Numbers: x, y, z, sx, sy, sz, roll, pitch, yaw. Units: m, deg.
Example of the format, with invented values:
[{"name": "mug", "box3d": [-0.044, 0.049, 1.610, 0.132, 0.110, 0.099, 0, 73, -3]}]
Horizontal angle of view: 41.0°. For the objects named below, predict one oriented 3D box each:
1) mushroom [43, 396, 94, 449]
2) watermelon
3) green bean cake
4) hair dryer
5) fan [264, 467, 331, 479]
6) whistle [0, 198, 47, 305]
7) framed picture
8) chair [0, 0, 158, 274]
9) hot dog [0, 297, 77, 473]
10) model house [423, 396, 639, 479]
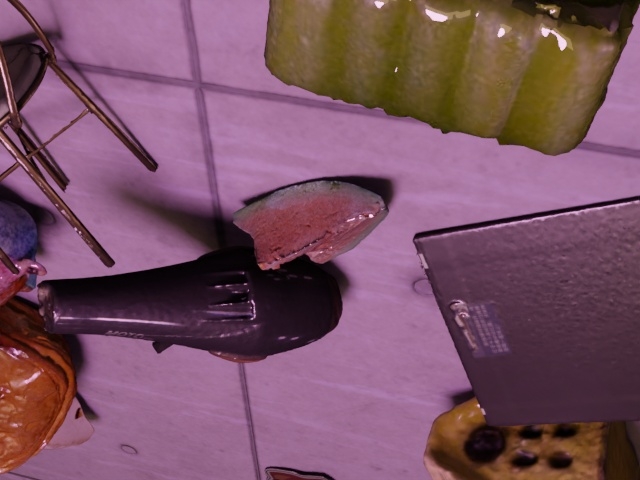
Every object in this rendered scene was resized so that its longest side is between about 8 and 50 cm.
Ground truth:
[{"name": "mushroom", "box3d": [-0.470, 0.259, 1.294, 0.246, 0.108, 0.096, 4, 97, 14]}, {"name": "watermelon", "box3d": [0.004, -0.010, 0.828, 0.155, 0.080, 0.101, -32, 129, 25]}, {"name": "green bean cake", "box3d": [0.083, -0.161, 0.518, 0.214, 0.200, 0.113, 14, 140, 6]}, {"name": "hair dryer", "box3d": [-0.171, 0.098, 0.950, 0.303, 0.120, 0.359, -3, 166, -26]}, {"name": "fan", "box3d": [0.019, 0.390, 1.309, 0.220, 0.009, 0.132, 3, 140, 20]}, {"name": "whistle", "box3d": [-0.450, -0.003, 0.974, 0.346, 0.134, 0.142, 11, 176, 22]}, {"name": "framed picture", "box3d": [0.281, 0.075, 0.809, 0.338, 0.014, 0.255, -10, 119, 30]}, {"name": "chair", "box3d": [-0.290, -0.125, 0.749, 0.170, 0.160, 0.326, -7, 137, 27]}, {"name": "hot dog", "box3d": [-0.437, 0.197, 1.160, 0.196, 0.122, 0.272, 26, 123, 5]}, {"name": "model house", "box3d": [0.235, 0.284, 0.975, 0.234, 0.175, 0.193, -9, 133, 26]}]
